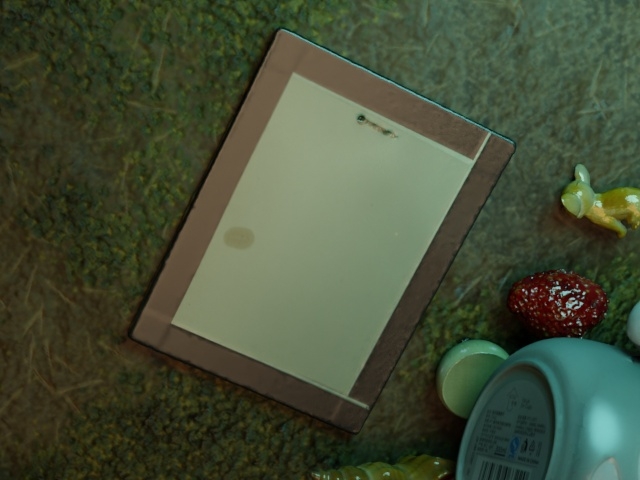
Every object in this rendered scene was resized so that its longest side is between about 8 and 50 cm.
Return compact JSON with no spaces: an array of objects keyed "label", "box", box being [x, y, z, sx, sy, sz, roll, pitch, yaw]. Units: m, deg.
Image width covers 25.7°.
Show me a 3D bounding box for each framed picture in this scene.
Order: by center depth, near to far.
[{"label":"framed picture","box":[0.000,0.000,1.371,0.265,0.016,0.347,24,104,-12]}]

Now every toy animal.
[{"label":"toy animal","box":[0.274,-0.042,1.365,0.083,0.060,0.081,28,142,-14]}]

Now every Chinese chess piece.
[{"label":"Chinese chess piece","box":[0.158,0.141,1.422,0.084,0.034,0.084,-2,110,-6]}]

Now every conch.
[{"label":"conch","box":[0.125,0.278,1.442,0.330,0.093,0.109,20,87,-32]}]

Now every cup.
[{"label":"cup","box":[0.307,0.189,1.311,0.274,0.259,0.357,17,107,-20]}]

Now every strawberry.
[{"label":"strawberry","box":[0.232,0.066,1.384,0.096,0.083,0.083,15,105,-6]}]
